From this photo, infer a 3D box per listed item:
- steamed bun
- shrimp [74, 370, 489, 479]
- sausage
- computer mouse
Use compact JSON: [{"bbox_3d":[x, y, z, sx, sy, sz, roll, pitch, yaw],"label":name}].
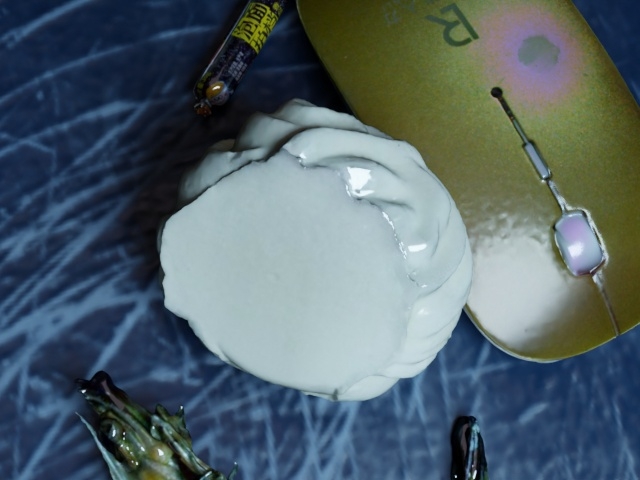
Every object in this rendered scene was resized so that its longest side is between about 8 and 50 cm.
[{"bbox_3d":[0.000,0.000,0.860,0.183,0.183,0.106,25,31,4],"label":"steamed bun"},{"bbox_3d":[-0.007,0.137,0.871,0.198,0.051,0.262,-40,83,-22],"label":"shrimp"},{"bbox_3d":[-0.032,-0.162,0.968,0.025,0.028,0.198,19,70,26],"label":"sausage"},{"bbox_3d":[0.105,-0.076,0.931,0.158,0.072,0.310,-27,77,-10],"label":"computer mouse"}]
